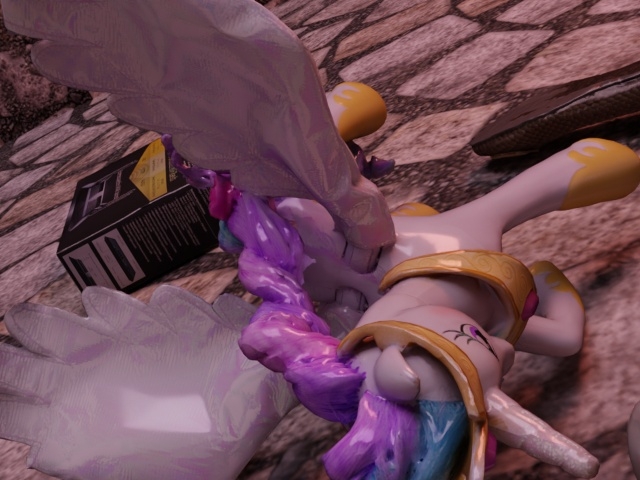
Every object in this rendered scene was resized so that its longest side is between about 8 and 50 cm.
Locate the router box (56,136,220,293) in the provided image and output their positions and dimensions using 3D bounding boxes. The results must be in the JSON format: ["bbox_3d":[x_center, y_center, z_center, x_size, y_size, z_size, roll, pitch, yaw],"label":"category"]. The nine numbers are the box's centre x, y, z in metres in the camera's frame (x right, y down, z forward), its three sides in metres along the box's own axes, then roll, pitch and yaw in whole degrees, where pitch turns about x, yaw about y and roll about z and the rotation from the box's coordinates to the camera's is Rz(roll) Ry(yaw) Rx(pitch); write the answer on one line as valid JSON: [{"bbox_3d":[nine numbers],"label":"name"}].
[{"bbox_3d":[-0.184,-0.058,1.200,0.243,0.081,0.309,-28,21,1],"label":"router box"}]

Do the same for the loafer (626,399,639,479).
[{"bbox_3d":[0.262,0.027,0.421,0.319,0.112,0.111,-24,15,-11],"label":"loafer"}]

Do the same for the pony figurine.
[{"bbox_3d":[0.000,0.000,0.556,0.351,0.303,0.363,17,24,17],"label":"pony figurine"}]

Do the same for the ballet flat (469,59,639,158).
[{"bbox_3d":[0.247,-0.116,0.852,0.250,0.058,0.084,-22,18,29],"label":"ballet flat"}]
